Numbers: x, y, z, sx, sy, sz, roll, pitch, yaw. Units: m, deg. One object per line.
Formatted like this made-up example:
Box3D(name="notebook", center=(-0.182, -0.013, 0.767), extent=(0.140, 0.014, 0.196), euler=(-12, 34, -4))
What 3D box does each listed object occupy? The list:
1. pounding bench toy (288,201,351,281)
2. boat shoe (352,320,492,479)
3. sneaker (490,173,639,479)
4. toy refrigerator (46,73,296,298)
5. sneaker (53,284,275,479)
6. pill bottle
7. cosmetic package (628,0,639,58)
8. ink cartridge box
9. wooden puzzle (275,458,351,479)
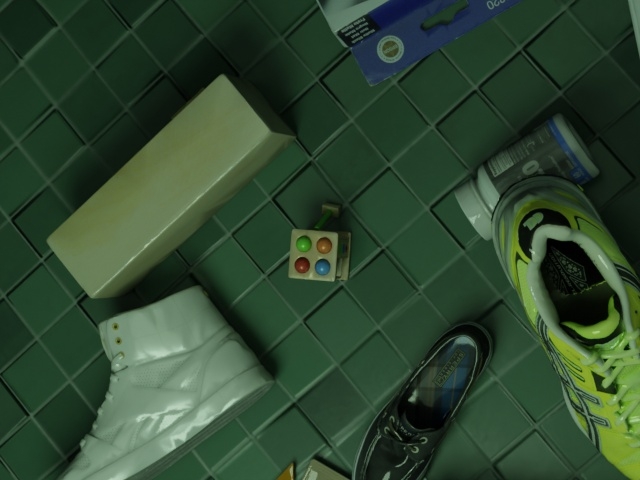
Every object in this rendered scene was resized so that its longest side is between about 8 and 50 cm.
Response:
Box3D(name="pounding bench toy", center=(0.000, 0.000, 1.925), extent=(0.052, 0.065, 0.083), euler=(4, 91, 16))
Box3D(name="boat shoe", center=(0.104, 0.186, 1.887), extent=(0.080, 0.076, 0.228), euler=(38, 97, 9))
Box3D(name="sneaker", center=(0.286, 0.119, 1.782), extent=(0.145, 0.147, 0.385), euler=(-34, 97, 12))
Box3D(name="toy refrigerator", center=(-0.163, -0.060, 1.953), extent=(0.269, 0.102, 0.094), euler=(-42, 79, 12))
Box3D(name="sneaker", center=(-0.212, 0.172, 1.971), extent=(0.292, 0.108, 0.169), euler=(-36, 79, 3))
Box3D(name="pill bottle", center=(0.211, -0.063, 1.860), extent=(0.137, 0.078, 0.078), euler=(-35, 81, 13))
Box3D(name="cosmetic package", center=(0.469, -0.129, 1.598), extent=(0.327, 0.393, 0.329), euler=(-11, 91, 16))
Box3D(name="ink cartridge box", center=(0.090, -0.312, 1.911), extent=(0.223, 0.045, 0.224), euler=(-30, 83, 13))
Box3D(name="wooden puzzle", center=(0.004, 0.281, 1.952), extent=(0.116, 0.014, 0.078), euler=(36, 103, 13))
